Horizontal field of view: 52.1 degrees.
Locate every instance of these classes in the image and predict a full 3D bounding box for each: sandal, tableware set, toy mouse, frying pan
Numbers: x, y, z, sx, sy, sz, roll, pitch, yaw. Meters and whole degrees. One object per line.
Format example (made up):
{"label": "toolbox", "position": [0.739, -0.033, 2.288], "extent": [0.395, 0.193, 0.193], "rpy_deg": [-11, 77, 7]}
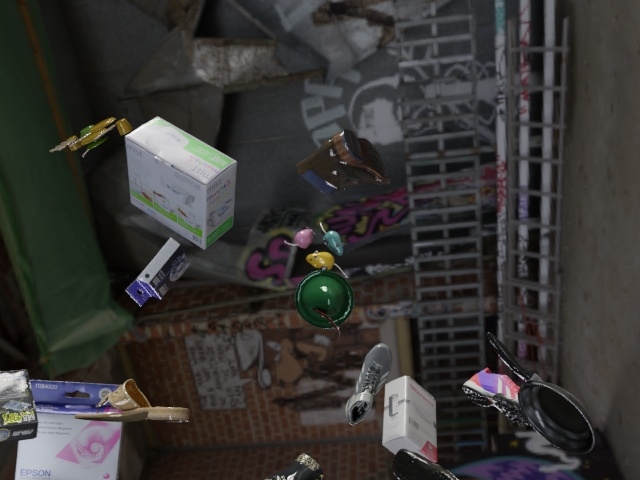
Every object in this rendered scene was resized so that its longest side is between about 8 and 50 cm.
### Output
{"label": "sandal", "position": [-0.359, 0.310, 1.270], "extent": [0.088, 0.240, 0.079], "rpy_deg": [47, -138, -62]}
{"label": "tableware set", "position": [-0.362, -0.169, 1.060], "extent": [0.104, 0.154, 0.024], "rpy_deg": [-50, -57, -40]}
{"label": "toy mouse", "position": [0.000, 0.000, 1.481], "extent": [0.143, 0.161, 0.031], "rpy_deg": [-80, 12, -45]}
{"label": "frying pan", "position": [0.499, 0.359, 1.523], "extent": [0.326, 0.053, 0.197], "rpy_deg": [44, 152, 24]}

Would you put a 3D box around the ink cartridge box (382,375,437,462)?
{"label": "ink cartridge box", "position": [0.269, 0.541, 1.958], "extent": [0.158, 0.092, 0.218], "rpy_deg": [43, -145, -25]}

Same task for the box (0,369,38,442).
{"label": "box", "position": [-0.891, 0.436, 1.696], "extent": [0.216, 0.270, 0.060], "rpy_deg": [47, 127, 46]}

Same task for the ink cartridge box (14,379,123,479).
{"label": "ink cartridge box", "position": [-0.830, 0.644, 2.184], "extent": [0.071, 0.324, 0.330], "rpy_deg": [-155, 71, -78]}

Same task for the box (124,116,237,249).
{"label": "box", "position": [-0.355, -0.144, 1.657], "extent": [0.127, 0.262, 0.231], "rpy_deg": [-44, -24, -39]}

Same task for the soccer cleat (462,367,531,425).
{"label": "soccer cleat", "position": [0.563, 0.461, 1.974], "extent": [0.109, 0.116, 0.318], "rpy_deg": [54, 162, -16]}

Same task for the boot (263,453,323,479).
{"label": "boot", "position": [-0.037, 0.733, 1.873], "extent": [0.178, 0.236, 0.085], "rpy_deg": [-27, -35, -43]}

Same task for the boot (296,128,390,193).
{"label": "boot", "position": [0.046, -0.131, 1.177], "extent": [0.219, 0.106, 0.082], "rpy_deg": [23, -134, -60]}

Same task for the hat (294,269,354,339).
{"label": "hat", "position": [0.007, 0.168, 1.877], "extent": [0.173, 0.208, 0.183], "rpy_deg": [-67, -14, -4]}

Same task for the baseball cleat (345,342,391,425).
{"label": "baseball cleat", "position": [0.123, 0.351, 1.580], "extent": [0.109, 0.072, 0.206], "rpy_deg": [139, 153, -88]}

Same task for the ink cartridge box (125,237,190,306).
{"label": "ink cartridge box", "position": [-0.496, 0.112, 2.021], "extent": [0.208, 0.045, 0.206], "rpy_deg": [-51, -10, -16]}

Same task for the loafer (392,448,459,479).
{"label": "loafer", "position": [0.240, 0.487, 1.312], "extent": [0.220, 0.078, 0.080], "rpy_deg": [30, 98, 53]}
